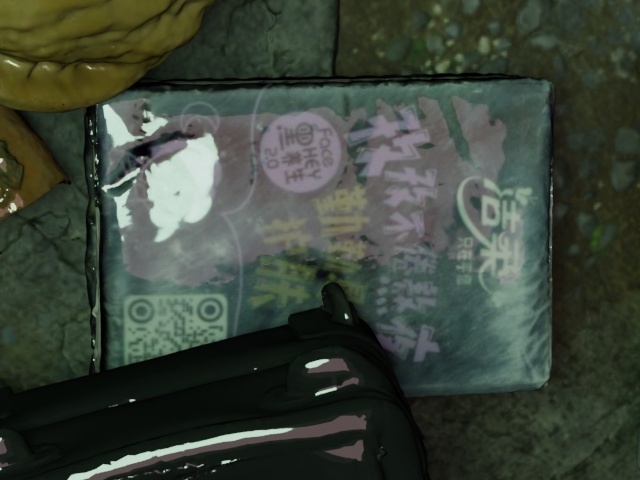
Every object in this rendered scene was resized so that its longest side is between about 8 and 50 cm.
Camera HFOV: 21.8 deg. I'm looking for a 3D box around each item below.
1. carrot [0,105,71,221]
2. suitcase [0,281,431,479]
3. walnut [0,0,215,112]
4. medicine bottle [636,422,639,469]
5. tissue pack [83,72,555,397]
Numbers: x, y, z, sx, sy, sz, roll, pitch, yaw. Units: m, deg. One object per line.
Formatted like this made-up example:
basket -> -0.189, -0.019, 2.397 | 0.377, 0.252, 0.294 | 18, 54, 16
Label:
carrot -> -0.291, -0.128, 1.233 | 0.102, 0.102, 0.263 | -30, 97, -3
suitcase -> -0.083, 0.235, 1.190 | 0.345, 0.188, 0.339 | -15, 113, -6
walnut -> -0.188, -0.211, 1.143 | 0.257, 0.224, 0.257 | 2, 86, -37
medicine bottle -> 0.327, 0.024, 1.338 | 0.110, 0.110, 0.351 | 3, 99, -10
tissue pack -> 0.000, 0.000, 1.282 | 0.361, 0.122, 0.259 | -3, 102, -11
